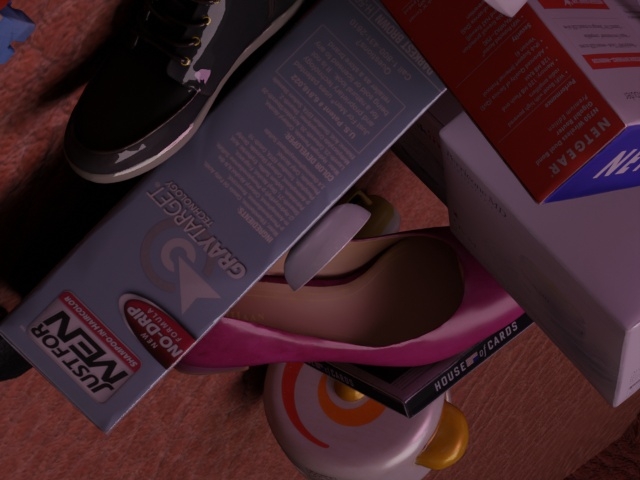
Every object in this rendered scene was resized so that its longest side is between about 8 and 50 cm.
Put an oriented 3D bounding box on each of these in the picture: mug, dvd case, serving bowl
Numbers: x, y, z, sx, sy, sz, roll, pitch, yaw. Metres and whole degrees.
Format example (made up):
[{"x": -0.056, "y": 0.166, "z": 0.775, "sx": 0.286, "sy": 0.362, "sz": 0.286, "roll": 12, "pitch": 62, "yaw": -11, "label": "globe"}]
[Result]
[{"x": 0.045, "y": -0.013, "z": 1.783, "sx": 0.064, "sy": 0.062, "sz": 0.078, "roll": -49, "pitch": 168, "yaw": -13, "label": "mug"}, {"x": 0.072, "y": 0.076, "z": 1.786, "sx": 0.179, "sy": 0.239, "sz": 0.029, "roll": -36, "pitch": 125, "yaw": -24, "label": "dvd case"}, {"x": 0.000, "y": 0.000, "z": 1.394, "sx": 0.083, "sy": 0.027, "sz": 0.083, "roll": -44, "pitch": -177, "yaw": 3, "label": "serving bowl"}]

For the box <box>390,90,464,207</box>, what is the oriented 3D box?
[{"x": 0.186, "y": -0.166, "z": 1.651, "sx": 0.262, "sy": 0.127, "sz": 0.231, "roll": -42, "pitch": 160, "yaw": -6, "label": "box"}]

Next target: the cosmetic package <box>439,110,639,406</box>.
[{"x": 0.221, "y": -0.010, "z": 1.520, "sx": 0.138, "sy": 0.224, "sz": 0.224, "roll": -38, "pitch": 160, "yaw": -9, "label": "cosmetic package"}]

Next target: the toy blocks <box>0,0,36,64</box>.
[{"x": -0.241, "y": -0.111, "z": 0.882, "sx": 0.381, "sy": 0.191, "sz": 0.261, "roll": -48, "pitch": 172, "yaw": 9, "label": "toy blocks"}]

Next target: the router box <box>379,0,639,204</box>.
[{"x": 0.160, "y": -0.177, "z": 1.304, "sx": 0.082, "sy": 0.301, "sz": 0.335, "roll": -44, "pitch": 163, "yaw": 27, "label": "router box"}]

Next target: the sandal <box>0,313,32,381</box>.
[{"x": -0.253, "y": 0.083, "z": 1.418, "sx": 0.067, "sy": 0.040, "sz": 0.179, "roll": -40, "pitch": 175, "yaw": 3, "label": "sandal"}]

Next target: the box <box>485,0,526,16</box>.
[{"x": 0.130, "y": -0.339, "z": 1.059, "sx": 0.345, "sy": 0.215, "sz": 0.168, "roll": -49, "pitch": 160, "yaw": 9, "label": "box"}]

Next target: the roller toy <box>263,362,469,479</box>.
[{"x": 0.041, "y": 0.171, "z": 1.935, "sx": 0.191, "sy": 0.209, "sz": 0.146, "roll": -23, "pitch": 158, "yaw": -1, "label": "roller toy"}]

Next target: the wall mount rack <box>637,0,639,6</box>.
[{"x": 0.265, "y": -0.324, "z": 1.303, "sx": 0.130, "sy": 0.350, "sz": 0.304, "roll": -20, "pitch": 135, "yaw": 31, "label": "wall mount rack"}]

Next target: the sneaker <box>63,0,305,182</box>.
[{"x": -0.099, "y": -0.145, "z": 1.210, "sx": 0.222, "sy": 0.083, "sz": 0.118, "roll": -50, "pitch": 158, "yaw": -16, "label": "sneaker"}]

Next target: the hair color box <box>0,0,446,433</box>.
[{"x": -0.059, "y": -0.038, "z": 1.353, "sx": 0.374, "sy": 0.113, "sz": 0.185, "roll": -46, "pitch": -177, "yaw": 1, "label": "hair color box"}]

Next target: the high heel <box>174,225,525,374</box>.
[{"x": 0.038, "y": 0.045, "z": 1.614, "sx": 0.377, "sy": 0.127, "sz": 0.181, "roll": -16, "pitch": 164, "yaw": -8, "label": "high heel"}]
